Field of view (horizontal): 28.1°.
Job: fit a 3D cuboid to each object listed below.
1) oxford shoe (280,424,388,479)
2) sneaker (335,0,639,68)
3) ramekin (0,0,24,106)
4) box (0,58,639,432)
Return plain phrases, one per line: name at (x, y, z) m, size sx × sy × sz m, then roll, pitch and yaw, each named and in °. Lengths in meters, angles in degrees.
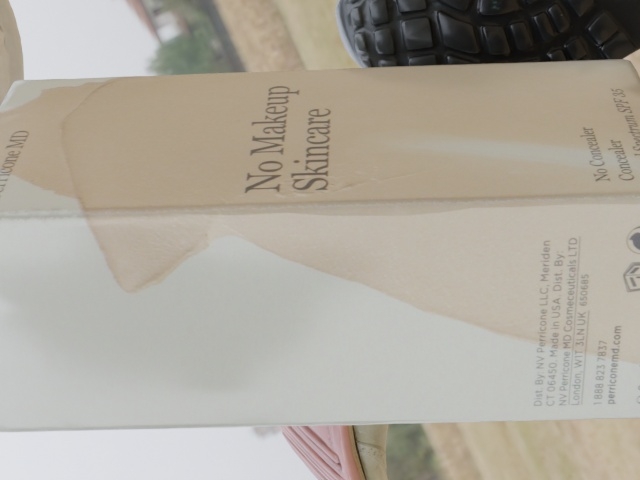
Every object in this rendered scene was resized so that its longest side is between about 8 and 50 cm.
oxford shoe at (0.040, 0.152, 1.267) m, size 0.140 × 0.146 × 0.397 m, roll 41°, pitch 158°, yaw 32°
sneaker at (0.141, -0.150, 0.748) m, size 0.124 × 0.283 × 0.107 m, roll -139°, pitch 35°, yaw -74°
ramekin at (-0.343, -0.116, 0.842) m, size 0.277 × 0.277 × 0.135 m, roll 65°, pitch 175°, yaw -6°
box at (0.000, 0.000, 0.605) m, size 0.148 × 0.311 × 0.121 m, roll -90°, pitch -2°, yaw -58°
